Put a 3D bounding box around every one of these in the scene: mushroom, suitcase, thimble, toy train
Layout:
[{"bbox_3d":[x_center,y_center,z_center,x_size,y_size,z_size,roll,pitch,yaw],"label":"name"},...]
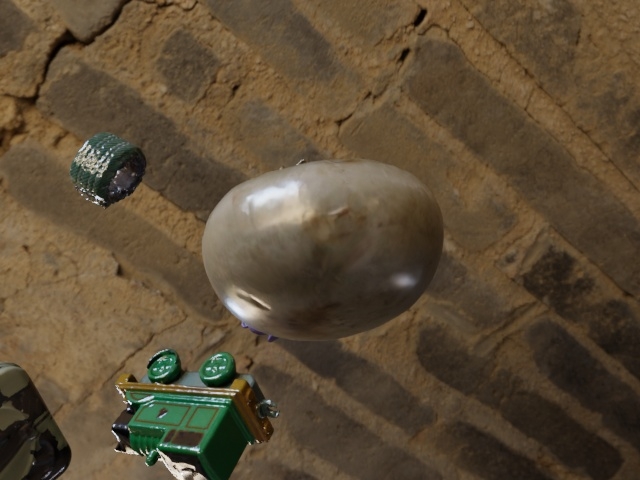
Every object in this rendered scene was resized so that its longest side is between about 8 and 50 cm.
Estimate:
[{"bbox_3d":[0.000,0.000,0.539,0.226,0.178,0.226,-15,-22,-6],"label":"mushroom"},{"bbox_3d":[-0.652,0.436,1.039,0.194,0.351,0.339,-9,-69,39],"label":"suitcase"},{"bbox_3d":[-0.417,-0.142,1.122,0.090,0.135,0.118,28,-37,11],"label":"thimble"},{"bbox_3d":[-0.290,0.388,1.232,0.429,0.249,0.178,-4,-55,26],"label":"toy train"}]

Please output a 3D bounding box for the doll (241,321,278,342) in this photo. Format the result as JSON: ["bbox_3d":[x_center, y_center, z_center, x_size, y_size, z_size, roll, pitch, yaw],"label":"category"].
[{"bbox_3d":[-0.059,0.126,1.036,0.206,0.110,0.067,-20,-42,23],"label":"doll"}]
